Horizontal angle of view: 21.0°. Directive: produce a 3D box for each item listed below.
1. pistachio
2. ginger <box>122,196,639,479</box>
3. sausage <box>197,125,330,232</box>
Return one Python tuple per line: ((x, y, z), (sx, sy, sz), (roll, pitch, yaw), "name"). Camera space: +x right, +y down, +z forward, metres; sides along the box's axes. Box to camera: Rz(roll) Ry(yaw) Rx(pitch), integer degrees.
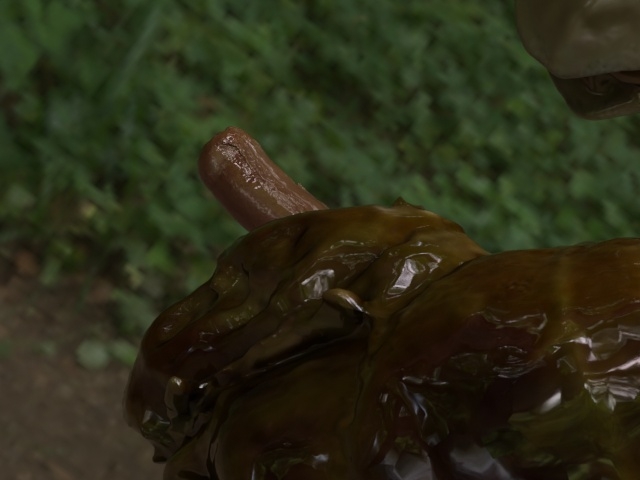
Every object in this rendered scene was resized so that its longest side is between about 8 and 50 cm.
((0.199, -0.156, 0.878), (0.152, 0.223, 0.126), (41, -2, 32), "pistachio")
((0.022, 0.143, 0.610), (0.274, 0.357, 0.152), (18, -5, 16), "ginger")
((0.000, 0.000, 0.886), (0.158, 0.042, 0.036), (38, 38, 12), "sausage")
